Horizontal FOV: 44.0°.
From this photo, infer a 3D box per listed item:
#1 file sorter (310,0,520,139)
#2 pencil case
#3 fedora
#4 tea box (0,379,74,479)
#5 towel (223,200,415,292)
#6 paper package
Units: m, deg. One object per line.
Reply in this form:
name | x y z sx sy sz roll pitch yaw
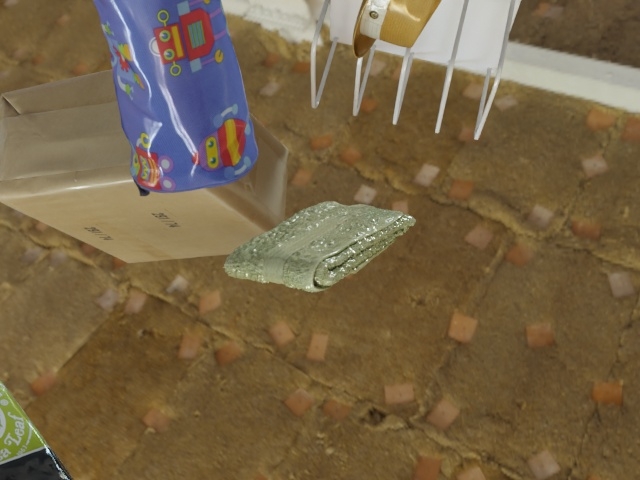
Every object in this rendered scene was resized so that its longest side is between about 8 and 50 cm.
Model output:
file sorter | 0.135 -0.280 1.188 0.278 0.193 0.173 12 -112 5
pencil case | -0.143 -0.188 0.691 0.119 0.306 0.133 -27 -146 -25
fedora | 0.109 -0.307 1.004 0.079 0.194 0.194 27 -115 6
tea box | -0.382 0.231 0.554 0.323 0.329 0.220 43 -62 22
towel | 0.000 0.000 0.666 0.110 0.027 0.148 7 -154 37
paper package | -0.237 -0.097 1.122 0.310 0.325 0.168 -5 -108 21
